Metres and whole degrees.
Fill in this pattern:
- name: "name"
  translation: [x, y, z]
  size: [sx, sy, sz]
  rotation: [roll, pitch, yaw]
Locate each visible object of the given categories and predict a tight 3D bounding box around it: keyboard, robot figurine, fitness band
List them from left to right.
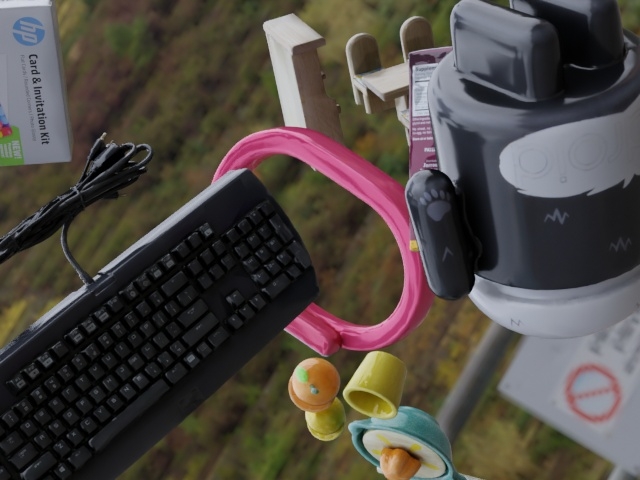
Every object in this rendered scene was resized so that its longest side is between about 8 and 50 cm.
- name: "keyboard"
  translation: [-0.152, 0.044, 1.114]
  size: [0.317, 0.201, 0.033]
  rotation: [-41, 3, -32]
- name: "fitness band"
  translation: [0.000, 0.000, 1.682]
  size: [0.054, 0.291, 0.209]
  rotation: [-13, -48, -56]
- name: "robot figurine"
  translation: [0.171, -0.059, 1.157]
  size: [0.173, 0.209, 0.278]
  rotation: [-86, -14, -56]

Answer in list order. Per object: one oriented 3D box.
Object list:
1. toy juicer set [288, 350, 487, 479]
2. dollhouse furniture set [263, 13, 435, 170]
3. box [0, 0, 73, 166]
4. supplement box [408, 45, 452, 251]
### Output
- name: "toy juicer set"
  translation: [0.077, 0.262, 1.941]
  size: [0.209, 0.329, 0.089]
  rotation: [-3, 51, 40]
- name: "dollhouse furniture set"
  translation: [0.074, -0.207, 1.849]
  size: [0.212, 0.242, 0.161]
  rotation: [-132, 26, -59]
- name: "box"
  translation: [-0.300, -0.126, 1.238]
  size: [0.038, 0.186, 0.145]
  rotation: [-101, 8, -55]
- name: "supplement box"
  translation: [0.142, -0.083, 1.440]
  size: [0.104, 0.081, 0.188]
  rotation: [1, -92, -52]
